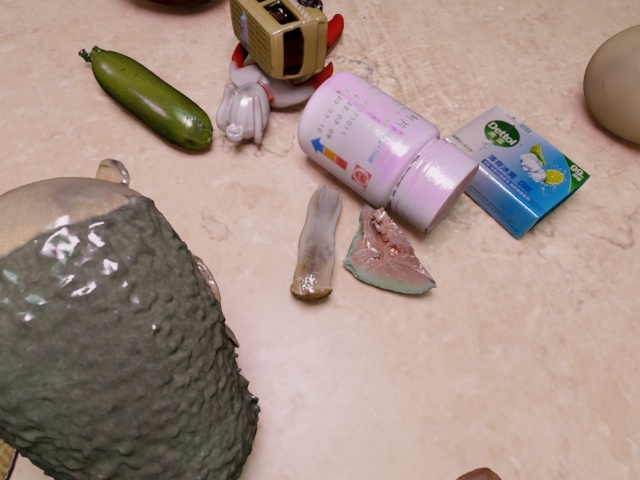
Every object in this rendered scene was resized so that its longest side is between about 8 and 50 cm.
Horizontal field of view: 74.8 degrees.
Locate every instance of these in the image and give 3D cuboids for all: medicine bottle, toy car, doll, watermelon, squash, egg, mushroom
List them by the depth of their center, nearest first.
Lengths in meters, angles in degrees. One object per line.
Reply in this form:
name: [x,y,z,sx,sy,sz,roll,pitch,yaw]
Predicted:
doll: [-0.189,0.109,0.415,0.247,0.247,0.350,-30,103,-18]
watermelon: [0.096,0.023,0.610,0.155,0.080,0.101,44,76,2]
mushroom: [-0.003,-0.001,0.628,0.059,0.054,0.202,10,56,-4]
medicine bottle: [0.100,-0.135,0.646,0.254,0.152,0.152,38,66,16]
toy car: [-0.089,-0.378,0.701,0.124,0.101,0.257,-23,59,-21]
egg: [0.583,-0.263,0.725,0.242,0.186,0.186,45,68,8]
squash: [-0.313,-0.259,0.727,0.331,0.087,0.087,38,66,17]
doll: [-0.078,-0.316,0.771,0.188,0.099,0.384,19,56,8]

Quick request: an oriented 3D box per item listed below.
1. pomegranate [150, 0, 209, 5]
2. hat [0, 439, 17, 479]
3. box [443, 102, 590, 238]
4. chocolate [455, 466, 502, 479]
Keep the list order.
pomegranate: [-0.285,-0.634,0.833,0.290,0.291,0.324,21,54,8]
hat: [-0.446,0.237,0.449,0.192,0.082,0.193,1,63,-3]
box: [0.310,-0.118,0.693,0.139,0.073,0.194,-34,68,-19]
chocolate: [0.200,0.314,0.475,0.064,0.031,0.101,-7,61,-12]
